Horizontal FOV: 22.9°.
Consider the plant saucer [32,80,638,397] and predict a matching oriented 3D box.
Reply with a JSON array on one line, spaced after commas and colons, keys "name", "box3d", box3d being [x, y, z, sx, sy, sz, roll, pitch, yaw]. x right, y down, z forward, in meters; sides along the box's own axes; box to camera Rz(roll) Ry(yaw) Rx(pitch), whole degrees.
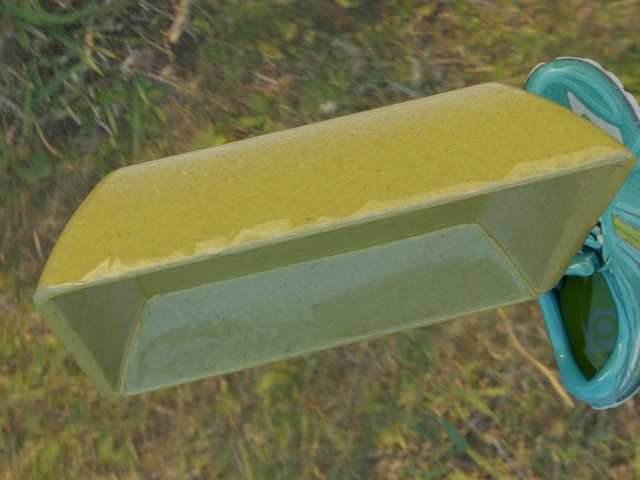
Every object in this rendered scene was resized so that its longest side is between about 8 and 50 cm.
[{"name": "plant saucer", "box3d": [0.000, 0.000, 0.992, 0.333, 0.332, 0.081, -13, 75, -4]}]

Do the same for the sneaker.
[{"name": "sneaker", "box3d": [0.207, -0.007, 1.211, 0.107, 0.110, 0.275, -9, 89, 23]}]
